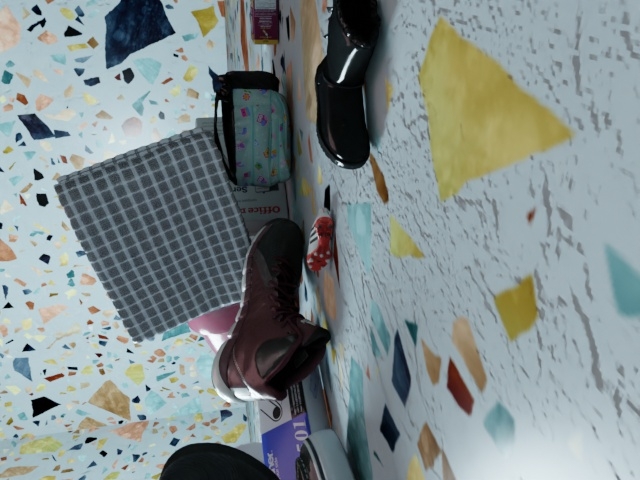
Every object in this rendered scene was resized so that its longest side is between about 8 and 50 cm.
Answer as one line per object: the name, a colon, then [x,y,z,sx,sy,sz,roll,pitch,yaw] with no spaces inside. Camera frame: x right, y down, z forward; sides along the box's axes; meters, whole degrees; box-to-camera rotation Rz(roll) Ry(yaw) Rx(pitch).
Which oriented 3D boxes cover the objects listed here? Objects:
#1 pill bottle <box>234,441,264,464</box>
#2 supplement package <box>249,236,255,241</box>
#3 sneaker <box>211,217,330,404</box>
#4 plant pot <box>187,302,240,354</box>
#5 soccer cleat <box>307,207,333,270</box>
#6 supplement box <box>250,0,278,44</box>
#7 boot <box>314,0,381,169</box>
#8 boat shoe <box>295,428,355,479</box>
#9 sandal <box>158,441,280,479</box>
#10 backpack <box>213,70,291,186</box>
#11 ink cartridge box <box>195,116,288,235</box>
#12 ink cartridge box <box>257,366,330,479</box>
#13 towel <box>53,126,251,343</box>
pill bottle: [-0.138,0.588,1.147,0.188,0.188,0.333,-112,20,-55]
supplement package: [-0.207,-0.017,1.370,0.134,0.139,0.243,148,118,-75]
sneaker: [-0.039,0.093,0.758,0.163,0.106,0.281,-7,61,44]
plant pot: [-0.137,0.150,1.013,0.201,0.202,0.180,-124,16,-67]
soccer cleat: [0.000,0.000,0.651,0.035,0.029,0.083,-95,11,-52]
supplement box: [-0.095,-0.377,0.918,0.055,0.043,0.083,-112,21,-60]
boot: [0.024,-0.132,0.442,0.099,0.045,0.121,116,148,-62]
boat shoe: [-0.006,0.386,0.599,0.121,0.119,0.334,138,126,-76]
sandal: [-0.093,0.459,0.681,0.107,0.168,0.445,-113,11,-76]
backpack: [-0.105,-0.174,0.872,0.152,0.115,0.181,-91,-1,-77]
ink cartridge box: [-0.147,-0.117,1.007,0.087,0.153,0.208,126,137,-71]
ink cartridge box: [-0.039,0.251,0.770,0.097,0.046,0.207,-36,50,29]
towel: [-0.225,0.000,0.822,0.121,0.235,0.283,35,147,60]
